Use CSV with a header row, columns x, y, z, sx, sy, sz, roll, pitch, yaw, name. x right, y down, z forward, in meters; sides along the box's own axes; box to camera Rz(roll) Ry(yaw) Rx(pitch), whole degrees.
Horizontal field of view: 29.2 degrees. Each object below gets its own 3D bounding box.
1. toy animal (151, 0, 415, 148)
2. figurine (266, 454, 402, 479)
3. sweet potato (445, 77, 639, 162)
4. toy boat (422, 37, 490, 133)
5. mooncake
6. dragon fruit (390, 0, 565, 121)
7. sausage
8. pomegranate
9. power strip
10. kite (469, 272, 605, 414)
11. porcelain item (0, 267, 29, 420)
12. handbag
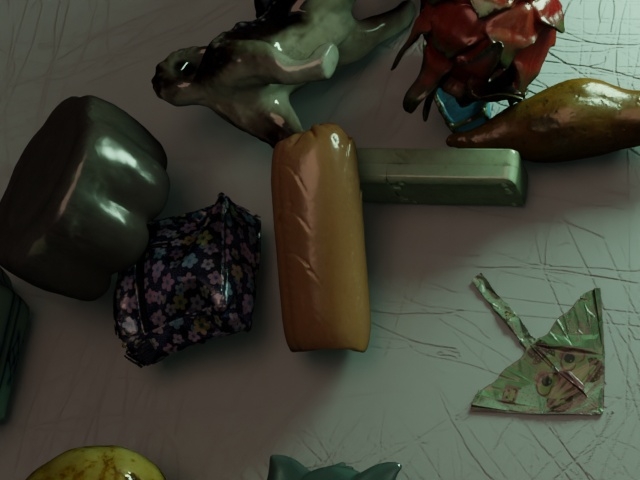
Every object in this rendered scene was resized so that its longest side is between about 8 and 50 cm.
x,y,z,sx,sy,sz,roll,pitch,yaw,name
-0.063,-0.299,1.775,0.302,0.194,0.344,11,53,25,toy animal
-0.012,0.390,1.490,0.193,0.140,0.265,5,53,40,figurine
0.343,-0.160,1.622,0.359,0.112,0.112,-8,64,13,sweet potato
0.185,-0.237,1.732,0.075,0.077,0.185,-19,62,12,toy boat
-0.340,-0.055,1.740,0.306,0.154,0.306,-41,31,32,mooncake
0.211,-0.272,1.613,0.192,0.193,0.274,29,119,9,dragon fruit
0.000,-0.001,1.621,0.121,0.121,0.304,-6,87,18,sausage
-0.288,0.368,1.570,0.215,0.215,0.215,-8,64,17,pomegranate
0.133,-0.086,1.673,0.288,0.093,0.053,3,72,21,power strip
0.270,0.134,1.571,0.229,0.012,0.250,-40,58,-2,kite
-0.584,0.156,1.791,0.285,0.157,0.281,-1,69,19,porcelain item
-0.185,0.060,1.702,0.207,0.127,0.229,-20,53,27,handbag
